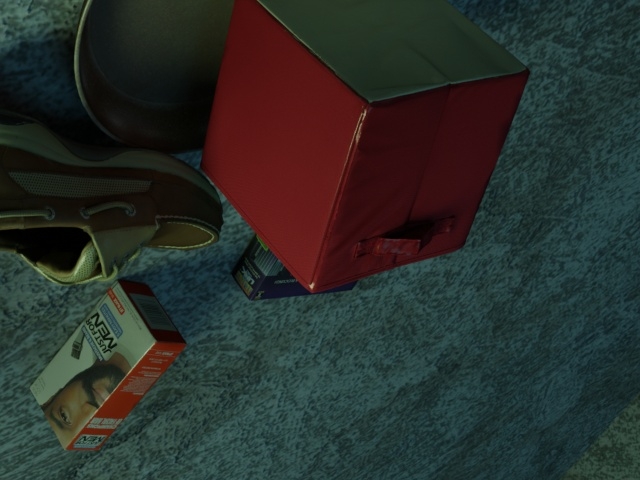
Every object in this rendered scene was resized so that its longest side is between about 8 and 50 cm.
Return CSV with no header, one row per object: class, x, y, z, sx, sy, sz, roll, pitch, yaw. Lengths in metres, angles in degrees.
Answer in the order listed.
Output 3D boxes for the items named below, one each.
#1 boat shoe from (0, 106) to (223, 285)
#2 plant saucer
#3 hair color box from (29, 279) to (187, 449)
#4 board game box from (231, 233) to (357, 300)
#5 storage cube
boat shoe,-0.214,-0.018,1.086,0.123,0.120,0.324,-21,158,36
plant saucer,-0.077,-0.206,1.080,0.311,0.050,0.310,-27,149,-18
hair color box,-0.227,0.134,1.343,0.167,0.093,0.053,-50,148,19
board game box,0.000,0.000,1.453,0.170,0.048,0.141,-4,135,-45
storage cube,0.033,-0.102,1.091,0.184,0.215,0.193,-15,137,-34
